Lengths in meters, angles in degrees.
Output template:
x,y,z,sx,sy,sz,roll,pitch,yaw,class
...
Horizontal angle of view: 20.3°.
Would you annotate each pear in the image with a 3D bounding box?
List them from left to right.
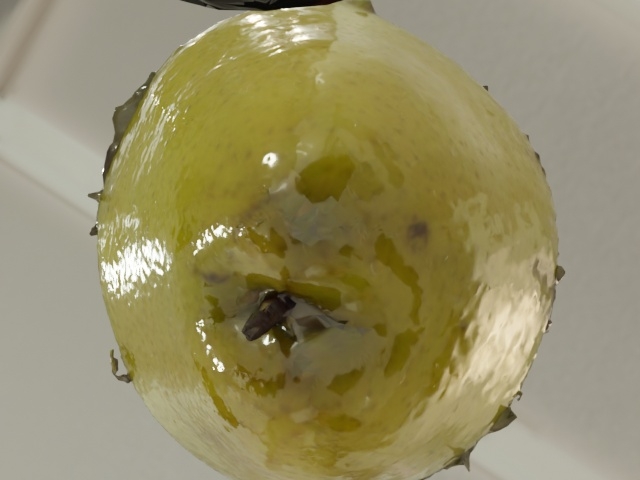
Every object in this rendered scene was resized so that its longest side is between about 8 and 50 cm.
x,y,z,sx,sy,sz,roll,pitch,yaw,class
0.002,0.002,0.856,0.267,0.267,0.178,-57,-2,-3,pear

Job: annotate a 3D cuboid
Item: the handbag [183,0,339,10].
x,y,z,sx,sy,sz,roll,pitch,yaw,class
0.032,-0.171,0.600,0.215,0.155,0.169,-17,-2,-23,handbag
